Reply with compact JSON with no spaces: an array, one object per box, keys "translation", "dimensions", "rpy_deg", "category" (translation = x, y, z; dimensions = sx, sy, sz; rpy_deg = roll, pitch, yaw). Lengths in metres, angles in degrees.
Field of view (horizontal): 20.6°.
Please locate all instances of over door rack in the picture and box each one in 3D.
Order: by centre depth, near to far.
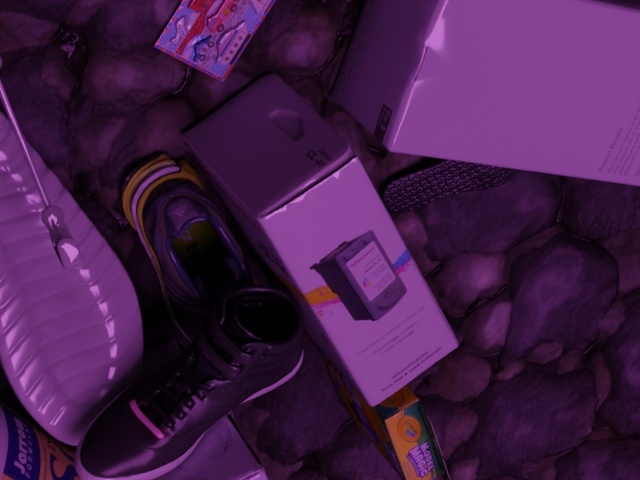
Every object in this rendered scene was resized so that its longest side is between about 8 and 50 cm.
[{"translation":[-0.399,-0.090,1.679],"dimensions":[0.240,0.108,0.324],"rpy_deg":[-22,100,-8],"category":"over door rack"}]

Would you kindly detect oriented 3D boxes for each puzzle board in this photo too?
[{"translation":[-0.104,-0.238,1.856],"dimensions":[0.096,0.011,0.128],"rpy_deg":[25,105,-37],"category":"puzzle board"}]

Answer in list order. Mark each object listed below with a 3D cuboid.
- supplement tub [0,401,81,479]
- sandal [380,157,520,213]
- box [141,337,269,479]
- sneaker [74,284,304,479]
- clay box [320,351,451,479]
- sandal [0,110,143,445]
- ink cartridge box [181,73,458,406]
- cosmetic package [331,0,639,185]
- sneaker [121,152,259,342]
[{"translation":[-0.376,0.295,1.892],"dimensions":[0.241,0.241,0.331],"rpy_deg":[-45,130,3],"category":"supplement tub"},{"translation":[0.154,-0.084,2.077],"dimensions":[0.179,0.040,0.067],"rpy_deg":[-18,121,0],"category":"sandal"},{"translation":[-0.135,0.282,1.996],"dimensions":[0.127,0.262,0.231],"rpy_deg":[-27,130,-11],"category":"box"},{"translation":[-0.135,0.142,1.847],"dimensions":[0.296,0.104,0.147],"rpy_deg":[-32,157,-25],"category":"sneaker"},{"translation":[0.075,0.200,2.085],"dimensions":[0.053,0.222,0.127],"rpy_deg":[-28,128,-10],"category":"clay box"},{"translation":[-0.309,0.025,1.861],"dimensions":[0.169,0.102,0.416],"rpy_deg":[-34,117,-25],"category":"sandal"},{"translation":[0.000,0.000,1.921],"dimensions":[0.131,0.226,0.306],"rpy_deg":[-36,128,-6],"category":"ink cartridge box"},{"translation":[0.231,-0.199,1.970],"dimensions":[0.385,0.156,0.217],"rpy_deg":[9,114,-31],"category":"cosmetic package"},{"translation":[-0.124,0.048,1.950],"dimensions":[0.111,0.121,0.300],"rpy_deg":[-34,129,-6],"category":"sneaker"}]
